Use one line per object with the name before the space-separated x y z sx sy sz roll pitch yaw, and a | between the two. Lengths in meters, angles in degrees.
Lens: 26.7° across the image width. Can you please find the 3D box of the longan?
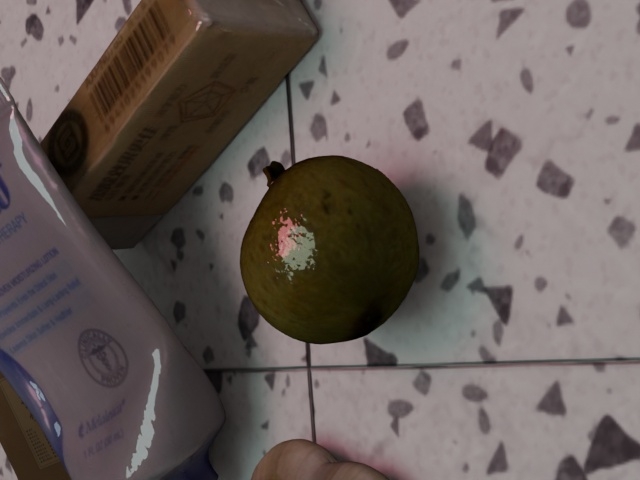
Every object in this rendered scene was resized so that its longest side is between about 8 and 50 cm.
longan | 0.000 0.000 1.082 0.155 0.145 0.176 -41 67 22

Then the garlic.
garlic | 0.000 0.234 1.131 0.174 0.099 0.124 29 97 42

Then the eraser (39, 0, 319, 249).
eraser | -0.155 -0.110 1.242 0.343 0.144 0.078 -45 62 36

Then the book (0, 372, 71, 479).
book | -0.290 0.194 1.420 0.138 0.016 0.198 -24 91 30

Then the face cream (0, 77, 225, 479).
face cream | -0.236 0.073 1.248 0.235 0.137 0.420 -32 94 40
